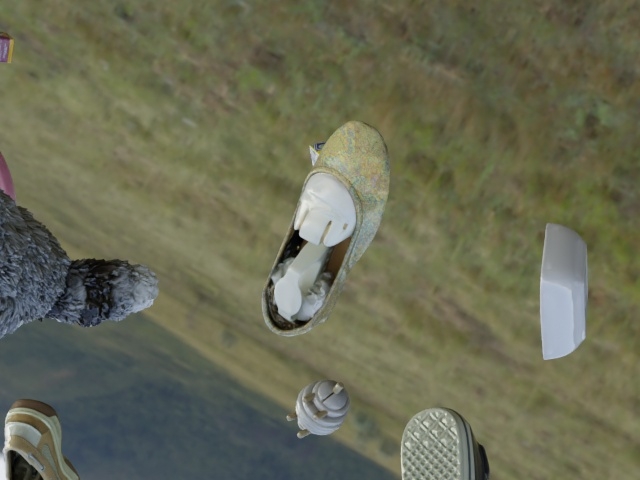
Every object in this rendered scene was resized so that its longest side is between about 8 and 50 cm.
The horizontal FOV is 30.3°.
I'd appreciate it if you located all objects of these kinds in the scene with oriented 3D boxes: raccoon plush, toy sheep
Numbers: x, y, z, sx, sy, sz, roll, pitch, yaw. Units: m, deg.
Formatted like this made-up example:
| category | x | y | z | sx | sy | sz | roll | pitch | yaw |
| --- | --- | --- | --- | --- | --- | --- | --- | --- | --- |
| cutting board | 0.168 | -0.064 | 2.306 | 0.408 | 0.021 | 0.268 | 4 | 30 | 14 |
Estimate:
| category | x | y | z | sx | sy | sz | roll | pitch | yaw |
| --- | --- | --- | --- | --- | --- | --- | --- | --- | --- |
| raccoon plush | -0.409 | -0.027 | 1.645 | 0.446 | 0.299 | 0.216 | -10 | -122 | -38 |
| toy sheep | 0.002 | 0.260 | 1.848 | 0.091 | 0.091 | 0.132 | 28 | 138 | -13 |

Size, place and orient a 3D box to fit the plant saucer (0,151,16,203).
| category | x | y | z | sx | sy | sz | roll | pitch | yaw |
| --- | --- | --- | --- | --- | --- | --- | --- | --- | --- |
| plant saucer | -0.696 | -0.078 | 2.086 | 0.332 | 0.332 | 0.084 | 27 | -154 | 12 |

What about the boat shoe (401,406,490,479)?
| category | x | y | z | sx | sy | sz | roll | pitch | yaw |
| --- | --- | --- | --- | --- | --- | --- | --- | --- | --- |
| boat shoe | 0.224 | 0.549 | 2.080 | 0.186 | 0.500 | 0.156 | -11 | 152 | 29 |

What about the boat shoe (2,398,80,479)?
| category | x | y | z | sx | sy | sz | roll | pitch | yaw |
| --- | --- | --- | --- | --- | --- | --- | --- | --- | --- |
| boat shoe | -0.286 | 0.241 | 1.174 | 0.068 | 0.072 | 0.190 | 4 | 134 | 10 |

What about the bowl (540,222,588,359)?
| category | x | y | z | sx | sy | sz | roll | pitch | yaw |
| --- | --- | --- | --- | --- | --- | --- | --- | --- | --- |
| bowl | 0.305 | 0.061 | 1.472 | 0.053 | 0.142 | 0.142 | -1 | -146 | 15 |

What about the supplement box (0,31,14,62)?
| category | x | y | z | sx | sy | sz | roll | pitch | yaw |
| --- | --- | --- | --- | --- | --- | --- | --- | --- | --- |
| supplement box | -0.558 | -0.325 | 1.964 | 0.083 | 0.043 | 0.055 | 1 | -158 | -31 |

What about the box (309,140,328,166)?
| category | x | y | z | sx | sy | sz | roll | pitch | yaw |
| --- | --- | --- | --- | --- | --- | --- | --- | --- | --- |
| box | 0.034 | -0.118 | 1.989 | 0.054 | 0.059 | 0.169 | -16 | -156 | -13 |

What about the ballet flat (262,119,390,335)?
| category | x | y | z | sx | sy | sz | roll | pitch | yaw |
| --- | --- | --- | --- | --- | --- | --- | --- | --- | --- |
| ballet flat | 0.000 | 0.000 | 1.599 | 0.123 | 0.349 | 0.123 | 13 | -141 | -11 |
